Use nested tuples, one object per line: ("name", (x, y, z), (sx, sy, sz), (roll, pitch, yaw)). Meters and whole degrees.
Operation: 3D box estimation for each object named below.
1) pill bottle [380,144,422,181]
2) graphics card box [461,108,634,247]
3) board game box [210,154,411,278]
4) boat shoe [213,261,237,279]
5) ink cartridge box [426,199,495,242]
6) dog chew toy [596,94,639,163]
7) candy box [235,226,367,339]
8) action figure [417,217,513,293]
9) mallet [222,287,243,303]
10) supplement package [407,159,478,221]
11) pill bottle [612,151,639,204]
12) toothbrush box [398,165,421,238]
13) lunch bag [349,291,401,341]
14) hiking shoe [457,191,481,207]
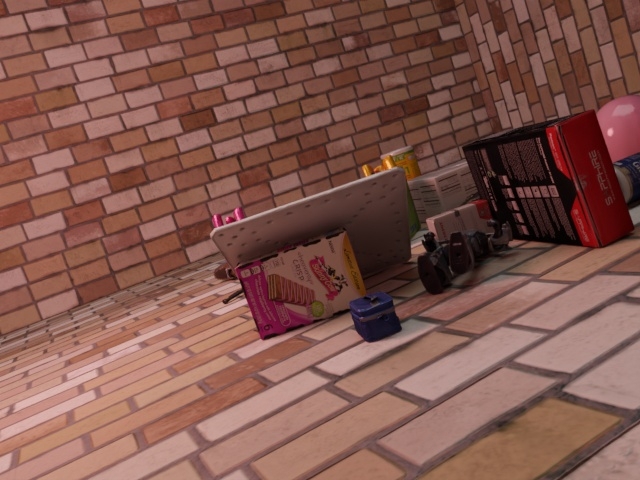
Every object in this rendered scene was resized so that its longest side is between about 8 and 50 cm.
("pill bottle", (0.344, -0.250, 2.431), (0.136, 0.246, 0.136), (-19, 7, 2))
("graphics card box", (0.436, -0.115, 1.199), (0.094, 0.233, 0.371), (-25, 7, -11))
("board game box", (0.000, 0.000, 1.298), (0.390, 0.050, 0.390), (-19, -30, 0))
("boat shoe", (-0.310, 0.106, 2.157), (0.183, 0.066, 0.066), (-17, 9, 15))
("ink cartridge box", (0.320, -0.025, 1.353), (0.135, 0.099, 0.056), (-19, 7, -7))
("dog chew toy", (0.873, -0.280, 1.513), (0.331, 0.207, 0.206), (-8, 10, 17))
("candy box", (-0.035, 0.085, 1.205), (0.233, 0.159, 0.071), (-20, 8, 0))
("action figure", (0.284, 0.012, 1.190), (0.185, 0.099, 0.285), (-21, 2, 29))
("mallet", (-0.230, 0.143, 1.800), (0.189, 0.039, 0.062), (-30, 13, -39))
("supplement package", (0.443, -0.170, 1.960), (0.262, 0.145, 0.204), (-21, 8, -20))
("pill bottle", (0.683, -0.139, 1.288), (0.169, 0.094, 0.094), (-21, 7, -16))
("toothbrush box", (0.193, -0.093, 1.780), (0.122, 0.206, 0.283), (-16, 8, 21))
("lunch bag", (0.088, 0.121, 0.984), (0.067, 0.065, 0.098), (-20, 7, -9))
("hiking shoe", (0.481, -0.124, 1.746), (0.227, 0.086, 0.114), (-24, 12, -30))
